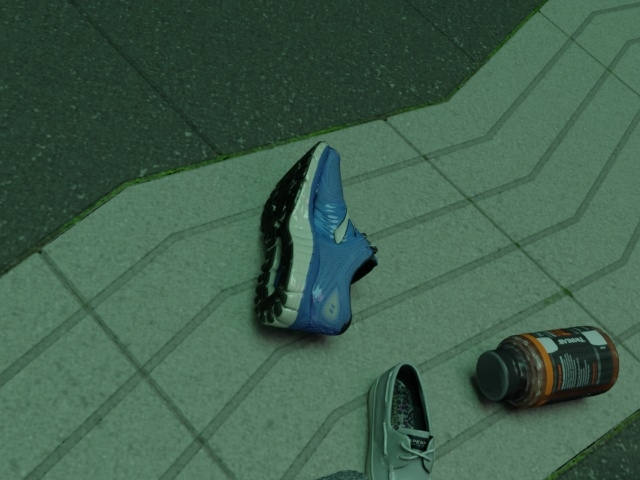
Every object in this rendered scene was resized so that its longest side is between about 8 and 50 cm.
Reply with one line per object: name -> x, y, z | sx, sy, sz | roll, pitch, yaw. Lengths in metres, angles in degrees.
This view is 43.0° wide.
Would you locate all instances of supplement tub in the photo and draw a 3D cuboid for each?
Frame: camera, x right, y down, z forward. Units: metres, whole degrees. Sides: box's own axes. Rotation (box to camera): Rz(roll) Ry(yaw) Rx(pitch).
supplement tub -> 0.322, 0.182, 1.164 | 0.198, 0.106, 0.106 | -3, 55, -27

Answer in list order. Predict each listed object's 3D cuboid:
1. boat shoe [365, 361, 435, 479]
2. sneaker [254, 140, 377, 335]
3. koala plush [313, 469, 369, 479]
boat shoe -> 0.104, 0.256, 1.019 | 0.079, 0.081, 0.227 | 11, 50, -17
sneaker -> 0.000, 0.000, 1.169 | 0.147, 0.130, 0.330 | 25, 49, -24
koala plush -> -0.026, 0.374, 0.828 | 0.221, 0.203, 0.196 | -19, 62, -11
